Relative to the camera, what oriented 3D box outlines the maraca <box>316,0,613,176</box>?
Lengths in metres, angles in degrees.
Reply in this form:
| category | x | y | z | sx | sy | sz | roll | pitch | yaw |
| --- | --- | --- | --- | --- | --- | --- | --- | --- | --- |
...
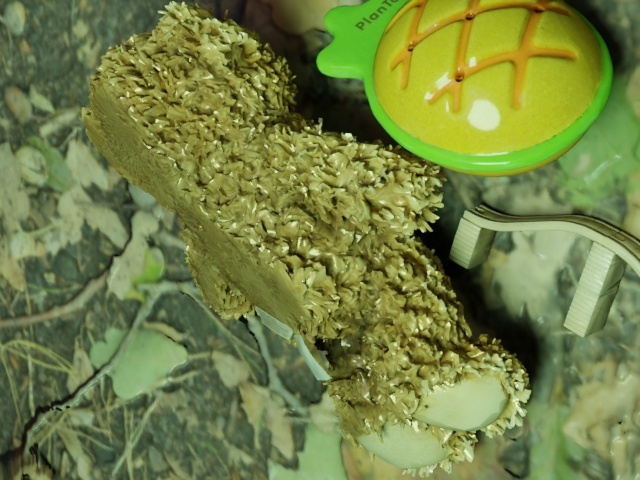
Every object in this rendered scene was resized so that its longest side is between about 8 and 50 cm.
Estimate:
| category | x | y | z | sx | sy | sz | roll | pitch | yaw |
| --- | --- | --- | --- | --- | --- | --- | --- | --- | --- |
| maraca | 0.079 | -0.102 | 0.885 | 0.186 | 0.127 | 0.099 | 37 | 159 | 36 |

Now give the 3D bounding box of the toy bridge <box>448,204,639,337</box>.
| category | x | y | z | sx | sy | sz | roll | pitch | yaw |
| --- | --- | --- | --- | --- | --- | --- | --- | --- | --- |
| toy bridge | 0.160 | 0.025 | 0.905 | 0.188 | 0.026 | 0.063 | 31 | 120 | 30 |

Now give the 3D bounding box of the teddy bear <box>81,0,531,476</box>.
| category | x | y | z | sx | sy | sz | roll | pitch | yaw |
| --- | --- | --- | --- | --- | --- | --- | --- | --- | --- |
| teddy bear | 0.000 | 0.000 | 0.974 | 0.338 | 0.113 | 0.245 | 42 | 155 | 21 |
